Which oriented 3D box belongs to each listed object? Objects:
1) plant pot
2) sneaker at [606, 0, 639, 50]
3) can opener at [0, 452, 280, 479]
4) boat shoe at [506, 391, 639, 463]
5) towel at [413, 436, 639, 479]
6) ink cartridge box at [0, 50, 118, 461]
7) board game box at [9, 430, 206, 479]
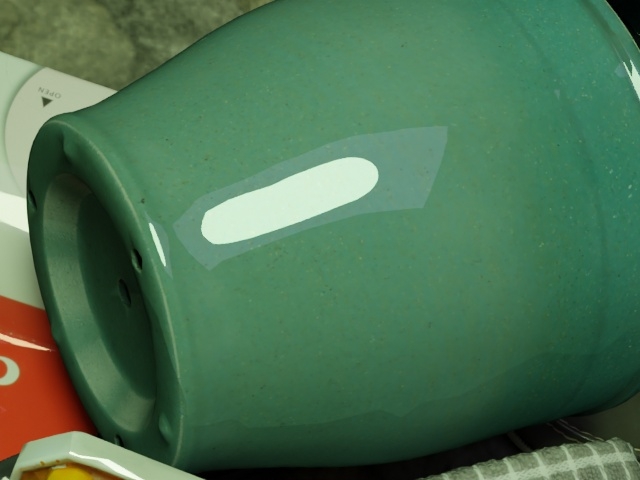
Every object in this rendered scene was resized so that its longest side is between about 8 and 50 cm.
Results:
[{"bbox_3d":[0.000,0.000,0.720,0.255,0.271,0.271,-18,68,-27],"label":"plant pot"},{"bbox_3d":[0.206,-0.210,1.007,0.122,0.110,0.283,-26,72,-24],"label":"sneaker"},{"bbox_3d":[-0.102,0.135,0.749,0.186,0.073,0.059,-4,74,-34],"label":"can opener"},{"bbox_3d":[0.277,0.114,0.852,0.335,0.095,0.112,16,58,-8],"label":"boat shoe"},{"bbox_3d":[0.071,0.237,0.706,0.284,0.121,0.235,-9,64,-21],"label":"towel"},{"bbox_3d":[-0.185,0.003,0.797,0.189,0.066,0.232,19,54,-7],"label":"ink cartridge box"},{"bbox_3d":[0.026,0.277,0.514,0.390,0.390,0.050,23,36,-4],"label":"board game box"}]
